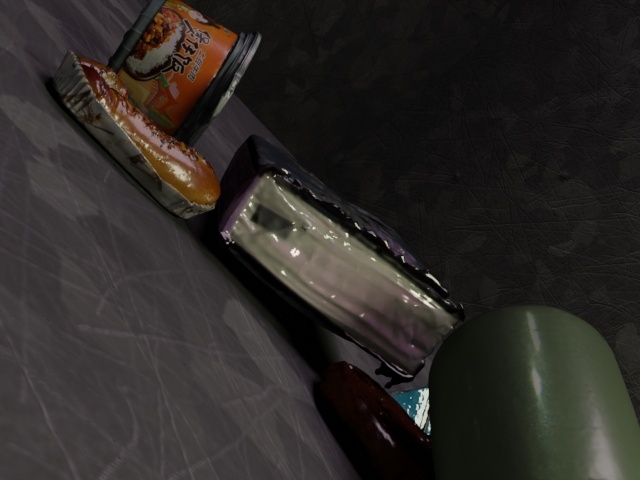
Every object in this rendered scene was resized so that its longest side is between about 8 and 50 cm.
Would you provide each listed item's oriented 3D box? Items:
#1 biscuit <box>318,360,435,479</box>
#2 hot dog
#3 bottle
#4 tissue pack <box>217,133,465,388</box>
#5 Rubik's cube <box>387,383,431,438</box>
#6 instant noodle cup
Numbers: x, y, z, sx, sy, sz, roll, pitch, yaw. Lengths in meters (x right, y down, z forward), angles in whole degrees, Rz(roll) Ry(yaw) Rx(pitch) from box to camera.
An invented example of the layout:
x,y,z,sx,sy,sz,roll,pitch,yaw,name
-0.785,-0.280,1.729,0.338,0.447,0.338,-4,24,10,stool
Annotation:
x,y,z,sx,sy,sz,roll,pitch,yaw,name
0.068,0.190,0.790,0.192,0.049,0.192,44,3,-3,biscuit
-0.164,-0.095,0.787,0.191,0.059,0.108,45,2,-29,hot dog
0.168,0.199,0.629,0.168,0.168,0.347,48,21,-20,bottle
0.000,0.000,0.986,0.259,0.122,0.361,37,7,-11,tissue pack
0.207,0.211,1.142,0.211,0.178,0.190,51,2,-6,Rubik's cube
-0.166,-0.196,0.972,0.125,0.177,0.208,35,-12,-16,instant noodle cup
